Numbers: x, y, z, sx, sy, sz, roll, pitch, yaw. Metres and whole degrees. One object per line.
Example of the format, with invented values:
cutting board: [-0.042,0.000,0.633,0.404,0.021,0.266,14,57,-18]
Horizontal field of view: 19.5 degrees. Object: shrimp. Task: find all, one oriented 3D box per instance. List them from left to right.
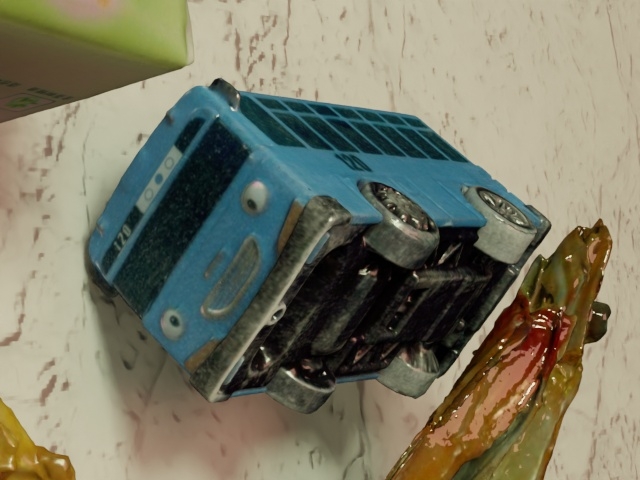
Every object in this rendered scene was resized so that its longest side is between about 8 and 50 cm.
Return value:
shrimp: [0.075,0.114,0.964,0.294,0.062,0.154,-63,151,-8]

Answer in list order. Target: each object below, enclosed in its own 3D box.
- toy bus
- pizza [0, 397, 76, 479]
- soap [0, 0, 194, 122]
toy bus: [0.000,0.000,0.907,0.133,0.116,0.234,43,20,23]
pizza: [-0.171,0.027,0.603,0.182,0.074,0.365,49,-7,48]
soap: [-0.156,-0.149,0.694,0.199,0.138,0.182,10,72,-59]
